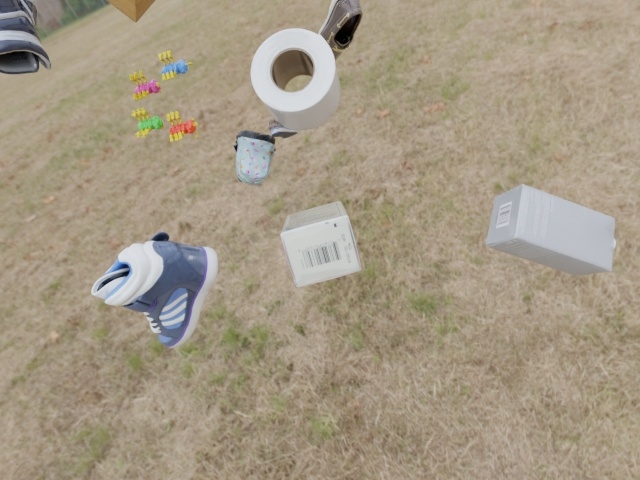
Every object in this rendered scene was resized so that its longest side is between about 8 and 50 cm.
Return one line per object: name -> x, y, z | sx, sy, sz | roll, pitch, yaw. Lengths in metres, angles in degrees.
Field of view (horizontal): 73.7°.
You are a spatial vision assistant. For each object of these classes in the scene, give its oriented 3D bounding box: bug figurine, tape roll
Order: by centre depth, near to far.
tape roll -> -0.067, -0.471, 1.275 | 0.246, 0.246, 0.169 | -21, -7, 5
bug figurine -> -0.489, -0.435, 1.341 | 0.217, 0.278, 0.072 | -7, -1, 13

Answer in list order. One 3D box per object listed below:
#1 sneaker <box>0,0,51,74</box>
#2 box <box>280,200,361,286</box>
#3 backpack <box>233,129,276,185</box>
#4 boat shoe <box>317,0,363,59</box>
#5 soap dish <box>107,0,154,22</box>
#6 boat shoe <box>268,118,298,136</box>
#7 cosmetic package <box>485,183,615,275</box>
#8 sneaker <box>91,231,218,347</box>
sneaker -> -0.513, -0.342, 0.707 | 0.099, 0.153, 0.282 | -22, 19, -17
box -> 0.000, 0.000, 0.990 | 0.149, 0.126, 0.232 | -15, 12, 3
backpack -> -0.236, -0.286, 1.499 | 0.152, 0.115, 0.181 | 9, 83, -10
boat shoe -> 0.070, -0.748, 1.543 | 0.117, 0.096, 0.324 | -18, -9, -19
soap dish -> -0.580, -0.859, 1.303 | 0.290, 0.229, 0.118 | -60, 21, -15
boat shoe -> -0.138, -0.430, 1.619 | 0.066, 0.066, 0.183 | -19, 3, 20
cosmetic package -> 0.496, -0.017, 0.918 | 0.107, 0.238, 0.127 | 144, 144, -70
sneaker -> -0.389, 0.127, 0.954 | 0.322, 0.237, 0.130 | -57, 47, 30
